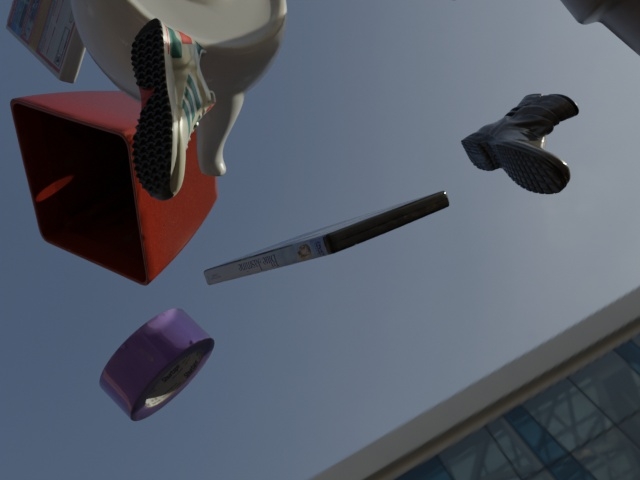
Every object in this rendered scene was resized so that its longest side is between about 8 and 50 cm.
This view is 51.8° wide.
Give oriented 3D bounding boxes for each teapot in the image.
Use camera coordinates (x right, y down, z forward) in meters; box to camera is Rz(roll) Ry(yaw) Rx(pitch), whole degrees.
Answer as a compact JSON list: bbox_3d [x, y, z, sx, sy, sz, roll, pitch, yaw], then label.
[{"bbox_3d":[-0.176,-0.248,0.762,0.253,0.256,0.187,24,-34,-19],"label":"teapot"}]

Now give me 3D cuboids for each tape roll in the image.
[{"bbox_3d":[-0.276,0.211,1.125,0.189,0.080,0.189,-46,-14,-14],"label":"tape roll"}]

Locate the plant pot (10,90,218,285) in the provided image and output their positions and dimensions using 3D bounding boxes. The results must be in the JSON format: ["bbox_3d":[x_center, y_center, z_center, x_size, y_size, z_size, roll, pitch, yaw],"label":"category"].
[{"bbox_3d":[-0.324,-0.124,1.137,0.236,0.267,0.267,-39,-40,-47],"label":"plant pot"}]

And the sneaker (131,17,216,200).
[{"bbox_3d":[-0.123,-0.113,0.587,0.075,0.057,0.161,7,-107,-49],"label":"sneaker"}]

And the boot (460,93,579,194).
[{"bbox_3d":[0.469,-0.231,1.411,0.223,0.338,0.118,-36,-60,-4],"label":"boot"}]

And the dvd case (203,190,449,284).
[{"bbox_3d":[0.000,0.000,0.755,0.180,0.253,0.022,-21,-88,-38],"label":"dvd case"}]

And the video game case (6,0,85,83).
[{"bbox_3d":[-0.391,-0.372,0.975,0.025,0.285,0.204,9,-68,-44],"label":"video game case"}]

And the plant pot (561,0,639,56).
[{"bbox_3d":[0.339,-0.164,0.378,0.323,0.323,0.280,-35,-91,-1],"label":"plant pot"}]
